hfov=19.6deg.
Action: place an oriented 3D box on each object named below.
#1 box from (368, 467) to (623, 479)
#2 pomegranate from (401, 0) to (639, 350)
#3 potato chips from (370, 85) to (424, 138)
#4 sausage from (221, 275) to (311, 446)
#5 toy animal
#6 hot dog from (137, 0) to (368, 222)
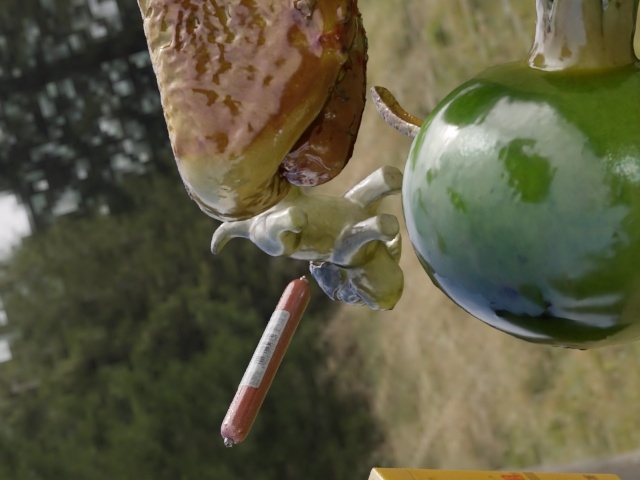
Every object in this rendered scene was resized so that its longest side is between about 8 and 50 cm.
[{"bbox_3d":[0.194,0.282,1.729,0.174,0.274,0.076,-140,57,-62],"label":"box"},{"bbox_3d":[0.213,-0.071,1.613,0.216,0.310,0.358,-25,-61,-59],"label":"pomegranate"},{"bbox_3d":[0.115,-0.120,2.000,0.204,0.026,0.037,39,139,52],"label":"potato chips"},{"bbox_3d":[-0.055,0.122,1.912,0.029,0.029,0.223,76,-149,-49],"label":"sausage"},{"bbox_3d":[0.016,-0.004,2.086,0.169,0.233,0.121,-41,41,40],"label":"toy animal"},{"bbox_3d":[-0.045,-0.149,1.311,0.150,0.153,0.256,82,174,-76],"label":"hot dog"}]
